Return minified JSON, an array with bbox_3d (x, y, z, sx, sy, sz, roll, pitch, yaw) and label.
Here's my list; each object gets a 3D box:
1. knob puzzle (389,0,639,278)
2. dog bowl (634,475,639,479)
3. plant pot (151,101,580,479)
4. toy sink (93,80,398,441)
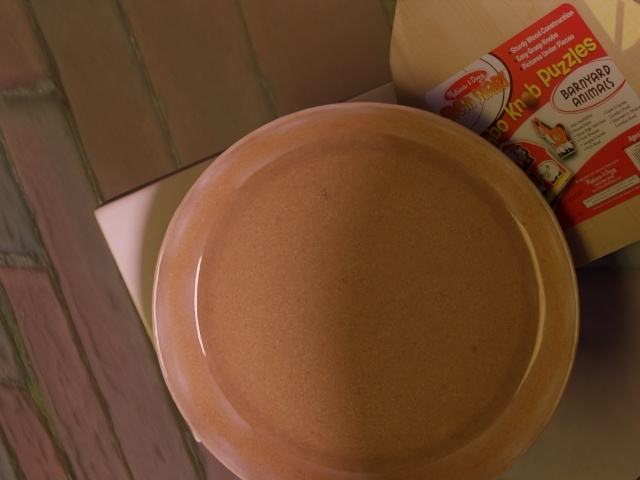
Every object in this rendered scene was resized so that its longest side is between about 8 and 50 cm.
[{"bbox_3d":[0.115,-0.082,0.809,0.213,0.030,0.213,25,135,27],"label":"knob puzzle"},{"bbox_3d":[0.279,0.207,0.597,0.408,0.150,0.408,22,133,26],"label":"dog bowl"},{"bbox_3d":[0.025,0.039,0.851,0.032,0.236,0.236,-63,-47,-77],"label":"plant pot"},{"bbox_3d":[0.000,0.000,0.947,0.131,0.234,0.153,-125,11,-84],"label":"toy sink"}]
